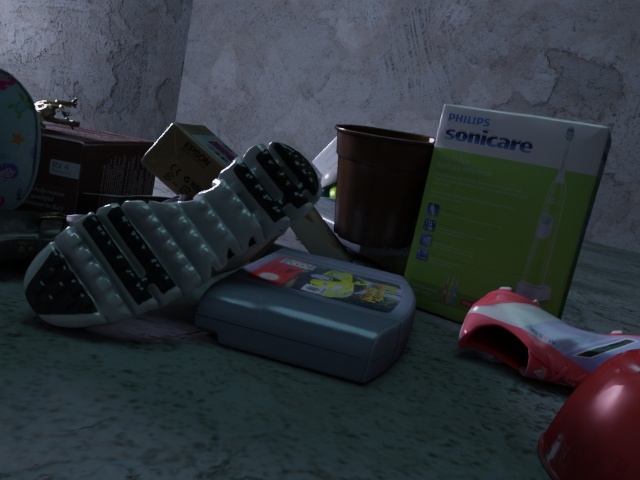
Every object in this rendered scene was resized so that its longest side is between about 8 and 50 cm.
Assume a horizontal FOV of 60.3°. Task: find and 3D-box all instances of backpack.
[{"bbox_3d":[-0.483,-0.129,0.674,0.253,0.225,0.191,-2,18,-45],"label":"backpack"}]

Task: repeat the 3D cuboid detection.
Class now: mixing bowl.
[{"bbox_3d":[0.261,0.138,0.393,0.181,0.098,0.181,12,10,-2],"label":"mixing bowl"}]

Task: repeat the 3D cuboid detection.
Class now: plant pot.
[{"bbox_3d":[0.092,-0.082,0.839,0.167,0.165,0.167,8,15,-2],"label":"plant pot"}]

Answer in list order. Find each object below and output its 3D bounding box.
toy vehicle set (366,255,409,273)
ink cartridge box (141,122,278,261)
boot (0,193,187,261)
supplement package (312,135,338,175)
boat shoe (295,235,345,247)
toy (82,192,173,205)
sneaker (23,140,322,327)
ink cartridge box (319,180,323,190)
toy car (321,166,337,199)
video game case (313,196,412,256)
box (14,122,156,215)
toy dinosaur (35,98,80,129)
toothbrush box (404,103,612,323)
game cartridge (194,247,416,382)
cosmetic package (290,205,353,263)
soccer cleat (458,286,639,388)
[{"bbox_3d":[0.224,0.038,1.089,0.266,0.035,0.166,7,11,-21],"label":"toy vehicle set"},{"bbox_3d":[-0.157,-0.087,0.919,0.234,0.088,0.193,41,9,-6],"label":"ink cartridge box"},{"bbox_3d":[-0.281,-0.015,0.678,0.229,0.091,0.263,2,7,-16],"label":"boot"},{"bbox_3d":[0.120,-0.175,1.552,0.244,0.139,0.134,51,22,12],"label":"supplement package"},{"bbox_3d":[0.017,-0.002,1.064,0.142,0.040,0.049,17,8,20],"label":"boat shoe"},{"bbox_3d":[-0.264,-0.043,0.920,0.136,0.056,0.237,3,2,13],"label":"toy"},{"bbox_3d":[-0.133,0.008,0.547,0.292,0.110,0.118,-26,-14,-26],"label":"sneaker"},{"bbox_3d":[-0.134,-0.158,1.633,0.385,0.091,0.308,18,11,27],"label":"ink cartridge box"},{"bbox_3d":[0.040,-0.089,1.360,0.136,0.159,0.182,-22,1,17],"label":"toy car"},{"bbox_3d":[0.099,-0.032,1.089,0.300,0.036,0.329,3,15,-35],"label":"video game case"},{"bbox_3d":[-0.442,-0.131,0.996,0.191,0.143,0.381,12,8,0],"label":"box"},{"bbox_3d":[-0.453,-0.215,0.908,0.092,0.053,0.183,1,14,-36],"label":"toy dinosaur"},{"bbox_3d":[0.250,-0.025,0.757,0.206,0.283,0.122,16,11,28],"label":"toothbrush box"},{"bbox_3d":[0.008,0.070,0.626,0.196,0.060,0.294,17,11,9],"label":"game cartridge"},{"bbox_3d":[0.000,0.000,0.844,0.115,0.041,0.060,53,11,-3],"label":"cosmetic package"},{"bbox_3d":[0.266,0.127,0.570,0.248,0.083,0.095,24,45,33],"label":"soccer cleat"}]
